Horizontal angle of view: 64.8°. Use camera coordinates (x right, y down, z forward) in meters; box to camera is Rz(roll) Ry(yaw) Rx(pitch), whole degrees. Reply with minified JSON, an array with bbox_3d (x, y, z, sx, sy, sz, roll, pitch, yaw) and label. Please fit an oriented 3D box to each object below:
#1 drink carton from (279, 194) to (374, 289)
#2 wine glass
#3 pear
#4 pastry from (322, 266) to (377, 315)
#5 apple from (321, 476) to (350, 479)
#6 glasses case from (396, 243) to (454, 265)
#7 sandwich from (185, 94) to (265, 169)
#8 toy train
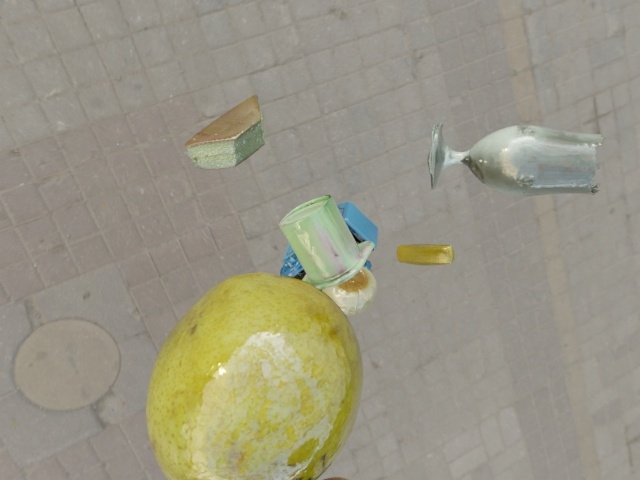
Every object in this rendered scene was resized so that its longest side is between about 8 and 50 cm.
[{"bbox_3d":[0.000,0.000,0.985,0.142,0.146,0.144,61,34,-19],"label":"drink carton"},{"bbox_3d":[0.266,-0.114,0.701,0.222,0.103,0.103,5,100,16],"label":"wine glass"},{"bbox_3d":[-0.092,0.209,0.693,0.304,0.304,0.303,-4,102,-21],"label":"pear"},{"bbox_3d":[0.078,0.134,1.392,0.157,0.156,0.092,-8,138,-20],"label":"pastry"},{"bbox_3d":[0.045,0.676,1.249,0.163,0.146,0.147,-37,133,22],"label":"apple"},{"bbox_3d":[0.391,0.053,1.889,0.064,0.234,0.079,-18,103,-47],"label":"glasses case"},{"bbox_3d":[-0.202,-0.253,1.213,0.258,0.096,0.094,-47,155,-29],"label":"sandwich"},{"bbox_3d":[0.030,0.035,1.572,0.300,0.265,0.188,-33,116,32],"label":"toy train"}]
